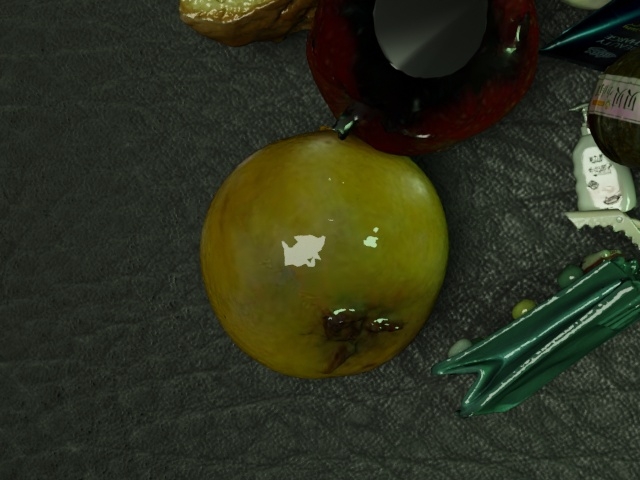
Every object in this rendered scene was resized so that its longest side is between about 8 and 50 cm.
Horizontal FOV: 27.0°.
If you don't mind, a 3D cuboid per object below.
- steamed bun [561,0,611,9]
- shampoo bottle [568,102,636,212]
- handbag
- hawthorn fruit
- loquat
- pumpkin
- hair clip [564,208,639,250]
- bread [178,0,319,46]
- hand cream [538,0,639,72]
[{"bbox_3d":[0.326,-0.506,1.607,0.342,0.255,0.367,-39,117,24],"label":"steamed bun"},{"bbox_3d":[0.362,-0.106,1.740,0.077,0.045,0.152,-12,89,17],"label":"shampoo bottle"},{"bbox_3d":[0.281,0.110,1.669,0.274,0.268,0.100,-38,73,16],"label":"handbag"},{"bbox_3d":[0.130,-0.251,1.622,0.315,0.316,0.316,1,94,17],"label":"hawthorn fruit"},{"bbox_3d":[0.000,0.000,1.738,0.328,0.328,0.359,-39,42,16],"label":"loquat"},{"bbox_3d":[0.448,-0.125,1.605,0.260,0.260,0.189,16,97,16],"label":"pumpkin"},{"bbox_3d":[0.422,-0.007,1.705,0.226,0.034,0.072,25,99,-2],"label":"hair clip"},{"bbox_3d":[-0.041,-0.381,1.773,0.340,0.179,0.194,-31,79,0],"label":"bread"},{"bbox_3d":[0.389,-0.270,1.615,0.270,0.120,0.061,-30,55,58],"label":"hand cream"}]
